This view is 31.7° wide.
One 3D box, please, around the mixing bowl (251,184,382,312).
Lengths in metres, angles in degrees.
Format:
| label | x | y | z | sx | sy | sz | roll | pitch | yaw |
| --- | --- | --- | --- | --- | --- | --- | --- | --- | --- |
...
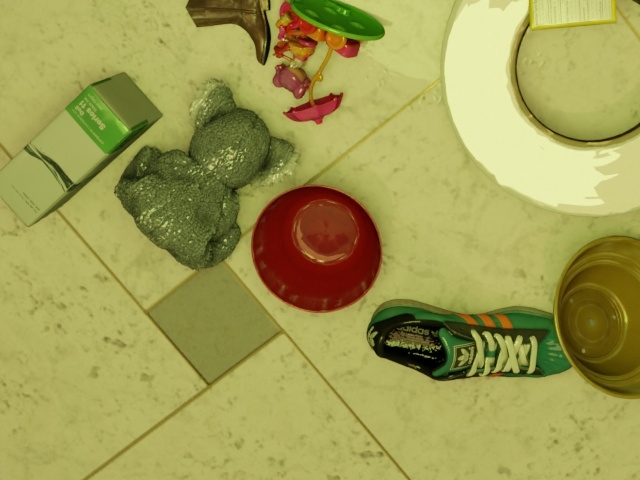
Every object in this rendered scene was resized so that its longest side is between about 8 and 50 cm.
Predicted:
| label | x | y | z | sx | sy | sz | roll | pitch | yaw |
| --- | --- | --- | --- | --- | --- | --- | --- | --- | --- |
| mixing bowl | 0.000 | 0.000 | 1.567 | 0.181 | 0.098 | 0.181 | 2 | 106 | 7 |

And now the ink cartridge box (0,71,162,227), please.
| label | x | y | z | sx | sy | sz | roll | pitch | yaw |
| --- | --- | --- | --- | --- | --- | --- | --- | --- | --- |
| ink cartridge box | -0.336 | -0.127 | 1.552 | 0.208 | 0.153 | 0.087 | -40 | 96 | 16 |

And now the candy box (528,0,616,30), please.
| label | x | y | z | sx | sy | sz | roll | pitch | yaw |
| --- | --- | --- | --- | --- | --- | --- | --- | --- | --- |
| candy box | 0.304 | -0.364 | 1.375 | 0.105 | 0.027 | 0.206 | -2 | 96 | 15 |

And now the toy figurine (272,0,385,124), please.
| label | x | y | z | sx | sy | sz | roll | pitch | yaw |
| --- | --- | --- | --- | --- | --- | --- | --- | --- | --- |
| toy figurine | -0.018 | -0.238 | 1.505 | 0.173 | 0.130 | 0.159 | 32 | 120 | 21 |

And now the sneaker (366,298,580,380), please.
| label | x | y | z | sx | sy | sz | roll | pitch | yaw |
| --- | --- | --- | --- | --- | --- | --- | --- | --- | --- |
| sneaker | 0.213 | 0.153 | 1.568 | 0.302 | 0.121 | 0.108 | 4 | 107 | 7 |

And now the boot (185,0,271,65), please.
| label | x | y | z | sx | sy | sz | roll | pitch | yaw |
| --- | --- | --- | --- | --- | --- | --- | --- | --- | --- |
| boot | -0.126 | -0.292 | 1.532 | 0.114 | 0.037 | 0.106 | 1 | 93 | 5 |

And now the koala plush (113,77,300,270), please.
| label | x | y | z | sx | sy | sz | roll | pitch | yaw |
| --- | --- | --- | --- | --- | --- | --- | --- | --- | --- |
| koala plush | -0.148 | -0.090 | 1.529 | 0.196 | 0.203 | 0.221 | 44 | 95 | -5 |

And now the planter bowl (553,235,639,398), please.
| label | x | y | z | sx | sy | sz | roll | pitch | yaw |
| --- | --- | --- | --- | --- | --- | --- | --- | --- | --- |
| planter bowl | 0.388 | 0.107 | 1.525 | 0.217 | 0.090 | 0.217 | 4 | 79 | -20 |

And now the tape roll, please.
| label | x | y | z | sx | sy | sz | roll | pitch | yaw |
| --- | --- | --- | --- | --- | --- | --- | --- | --- | --- |
| tape roll | 0.348 | -0.225 | 1.435 | 0.392 | 0.072 | 0.392 | 1 | 97 | 12 |
